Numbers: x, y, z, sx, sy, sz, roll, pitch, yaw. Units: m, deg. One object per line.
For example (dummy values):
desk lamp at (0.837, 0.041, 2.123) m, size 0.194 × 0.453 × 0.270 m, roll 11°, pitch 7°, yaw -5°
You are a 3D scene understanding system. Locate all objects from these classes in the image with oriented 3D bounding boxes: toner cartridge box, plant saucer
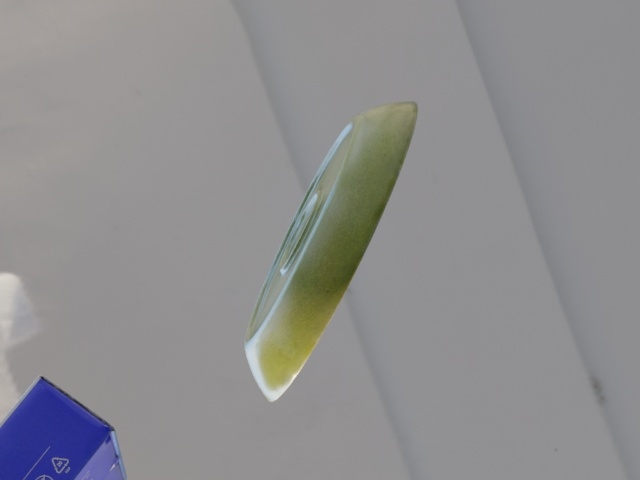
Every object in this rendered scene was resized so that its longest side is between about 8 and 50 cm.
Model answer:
toner cartridge box at (-0.283, 0.276, 1.229) m, size 0.075 × 0.165 × 0.348 m, roll 35°, pitch -110°, yaw 9°
plant saucer at (0.000, 0.000, 1.193) m, size 0.037 × 0.241 × 0.241 m, roll 26°, pitch -93°, yaw -6°
